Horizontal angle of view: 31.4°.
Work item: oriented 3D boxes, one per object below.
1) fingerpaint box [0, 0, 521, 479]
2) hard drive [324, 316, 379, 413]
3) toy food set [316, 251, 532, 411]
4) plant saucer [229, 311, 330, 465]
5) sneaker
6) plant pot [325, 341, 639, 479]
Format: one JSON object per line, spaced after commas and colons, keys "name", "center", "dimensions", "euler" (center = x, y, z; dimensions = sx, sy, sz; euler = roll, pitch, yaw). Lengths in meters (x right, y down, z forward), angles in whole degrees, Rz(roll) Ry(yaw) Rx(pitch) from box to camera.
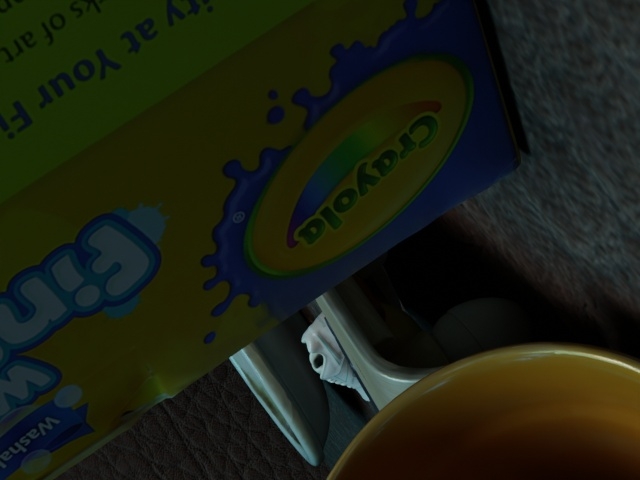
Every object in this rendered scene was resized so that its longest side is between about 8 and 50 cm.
{"name": "fingerpaint box", "center": [-0.190, -0.070, 0.377], "dimensions": [0.163, 0.444, 0.371], "euler": [47, 168, 47]}
{"name": "hard drive", "center": [0.102, 0.172, 0.946], "dimensions": [0.172, 0.054, 0.255], "euler": [43, 165, 54]}
{"name": "toy food set", "center": [0.064, 0.059, 0.703], "dimensions": [0.220, 0.092, 0.306], "euler": [61, 177, -37]}
{"name": "plant saucer", "center": [-0.087, 0.119, 1.564], "dimensions": [0.400, 0.100, 0.400], "euler": [53, 170, 14]}
{"name": "sneaker", "center": [0.021, 0.120, 1.154], "dimensions": [0.053, 0.061, 0.152], "euler": [44, 167, 43]}
{"name": "plant pot", "center": [0.121, 0.175, 0.503], "dimensions": [0.188, 0.205, 0.205], "euler": [42, -177, -46]}
